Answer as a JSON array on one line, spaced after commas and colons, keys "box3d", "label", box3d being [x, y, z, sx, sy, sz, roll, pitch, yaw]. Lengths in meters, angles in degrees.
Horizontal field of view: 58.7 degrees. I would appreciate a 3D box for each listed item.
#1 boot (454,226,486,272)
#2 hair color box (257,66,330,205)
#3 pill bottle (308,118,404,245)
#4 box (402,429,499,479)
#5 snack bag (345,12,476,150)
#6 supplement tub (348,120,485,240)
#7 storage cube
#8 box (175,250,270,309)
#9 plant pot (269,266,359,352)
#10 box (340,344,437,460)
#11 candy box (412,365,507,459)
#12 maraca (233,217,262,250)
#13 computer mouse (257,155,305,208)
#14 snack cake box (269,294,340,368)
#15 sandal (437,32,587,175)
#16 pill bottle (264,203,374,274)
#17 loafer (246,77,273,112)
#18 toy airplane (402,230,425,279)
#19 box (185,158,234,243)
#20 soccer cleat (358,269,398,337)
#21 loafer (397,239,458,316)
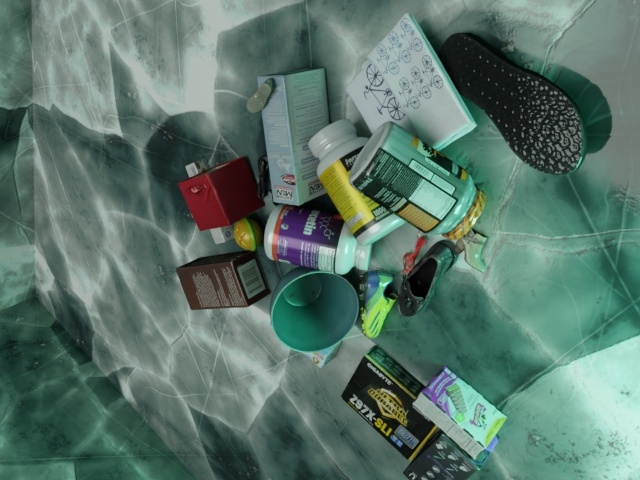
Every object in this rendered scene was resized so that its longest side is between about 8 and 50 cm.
[{"box3d": [0.421, 0.021, 1.541, 0.118, 0.042, 0.087, 40, 124, 11], "label": "boot"}, {"box3d": [-0.066, -0.312, 1.703, 0.113, 0.185, 0.375, 11, 117, 39], "label": "hair color box"}, {"box3d": [0.108, -0.168, 1.614, 0.188, 0.188, 0.334, -38, 81, 45], "label": "pill bottle"}, {"box3d": [0.403, 0.672, 1.777, 0.143, 0.165, 0.270, 42, 131, 18], "label": "box"}, {"box3d": [0.213, -0.361, 1.497, 0.323, 0.037, 0.342, 60, 147, 2], "label": "snack bag"}, {"box3d": [0.246, -0.143, 1.445, 0.316, 0.194, 0.193, 32, 134, -11], "label": "supplement tub"}, {"box3d": [-0.350, -0.162, 2.011, 0.183, 0.215, 0.193, -8, 110, 43], "label": "storage cube"}, {"box3d": [-0.390, 0.161, 2.251, 0.381, 0.143, 0.191, -8, 105, 41], "label": "box"}, {"box3d": [-0.040, 0.197, 1.897, 0.195, 0.290, 0.290, -127, 30, -63], "label": "plant pot"}, {"box3d": [0.243, 0.548, 1.923, 0.322, 0.079, 0.257, 39, 133, 20], "label": "box"}, {"box3d": [0.414, 0.506, 1.694, 0.233, 0.159, 0.071, 40, 132, 19], "label": "candy box"}, {"box3d": [-0.272, -0.028, 2.088, 0.185, 0.099, 0.127, -150, 50, -61], "label": "maraca"}, {"box3d": [-0.121, -0.184, 1.907, 0.262, 0.060, 0.184, 34, 134, 39], "label": "computer mouse"}, {"box3d": [-0.050, 0.315, 2.059, 0.264, 0.089, 0.152, 37, 129, 23], "label": "snack cake box"}, {"box3d": [0.454, -0.333, 1.313, 0.446, 0.107, 0.168, 54, 137, 25], "label": "sandal"}, {"box3d": [0.000, 0.000, 1.758, 0.322, 0.181, 0.182, 11, 120, 11], "label": "pill bottle"}, {"box3d": [-0.166, -0.406, 1.595, 0.045, 0.039, 0.125, 33, 143, -16], "label": "loafer"}, {"box3d": [0.268, 0.043, 1.643, 0.028, 0.151, 0.151, 19, 128, -3], "label": "toy airplane"}, {"box3d": [-0.419, -0.148, 2.178, 0.067, 0.063, 0.324, -13, 101, 45], "label": "box"}, {"box3d": [0.184, 0.210, 1.789, 0.121, 0.093, 0.289, -2, 131, 4], "label": "soccer cleat"}, {"box3d": [0.289, 0.122, 1.663, 0.109, 0.095, 0.303, 42, 132, 19], "label": "loafer"}]
